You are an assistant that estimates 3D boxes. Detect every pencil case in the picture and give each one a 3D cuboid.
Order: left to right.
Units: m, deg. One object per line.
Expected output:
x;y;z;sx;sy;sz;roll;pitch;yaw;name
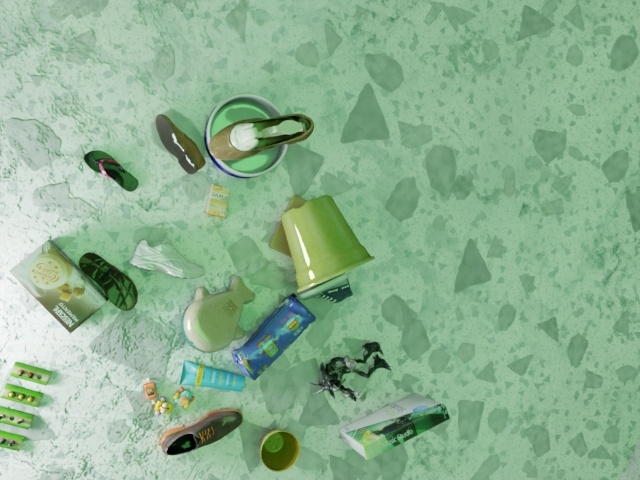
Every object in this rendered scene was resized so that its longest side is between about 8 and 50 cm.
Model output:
-0.155;0.313;1.939;0.306;0.119;0.133;-45;121;-14;pencil case

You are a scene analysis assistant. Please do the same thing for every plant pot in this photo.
-0.144;0.684;1.961;0.134;0.095;0.134;0;91;-18;plant pot
0.000;0.000;1.914;0.276;0.276;0.254;-23;86;-17;plant pot

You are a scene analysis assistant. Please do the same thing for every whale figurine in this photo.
-0.331;0.236;1.891;0.216;0.141;0.272;50;52;-13;whale figurine

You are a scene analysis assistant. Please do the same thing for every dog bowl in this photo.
-0.240;-0.335;1.912;0.265;0.104;0.265;0;90;-19;dog bowl

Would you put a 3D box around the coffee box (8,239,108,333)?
-0.765;0.134;1.738;0.141;0.098;0.246;-42;103;-14;coffee box

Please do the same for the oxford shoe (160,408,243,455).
-0.369;0.620;1.880;0.271;0.098;0.097;-20;97;-18;oxford shoe

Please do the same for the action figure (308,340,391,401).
0.104;0.457;2.024;0.275;0.141;0.164;-27;111;-18;action figure

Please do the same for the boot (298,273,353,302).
0.022;0.185;2.026;0.190;0.069;0.086;-22;95;-19;boot

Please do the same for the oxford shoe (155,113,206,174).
-0.444;-0.312;1.872;0.212;0.076;0.076;56;45;-9;oxford shoe

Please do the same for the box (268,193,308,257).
-0.064;-0.034;2.020;0.164;0.021;0.201;27;82;-17;box

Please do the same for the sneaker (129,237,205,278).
-0.468;0.053;1.848;0.232;0.090;0.115;16;82;-19;sneaker

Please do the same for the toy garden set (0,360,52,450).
-0.931;0.472;1.711;0.204;0.049;0.244;22;83;-18;toy garden set

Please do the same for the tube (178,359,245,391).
-0.350;0.447;1.914;0.207;0.052;0.080;15;57;-16;tube

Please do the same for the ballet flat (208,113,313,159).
-0.171;-0.328;1.814;0.342;0.124;0.116;-13;94;-18;ballet flat

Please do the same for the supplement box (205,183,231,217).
-0.332;-0.128;1.918;0.062;0.036;0.098;11;87;-19;supplement box

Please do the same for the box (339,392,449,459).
0.248;0.630;2.025;0.322;0.232;0.058;-22;93;-18;box

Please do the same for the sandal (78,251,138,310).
-0.646;0.125;1.806;0.219;0.060;0.090;40;72;-1;sandal

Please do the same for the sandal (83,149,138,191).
-0.638;-0.217;1.809;0.179;0.040;0.067;36;80;-16;sandal

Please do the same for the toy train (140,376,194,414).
-0.480;0.489;1.869;0.166;0.046;0.125;-7;93;-19;toy train
